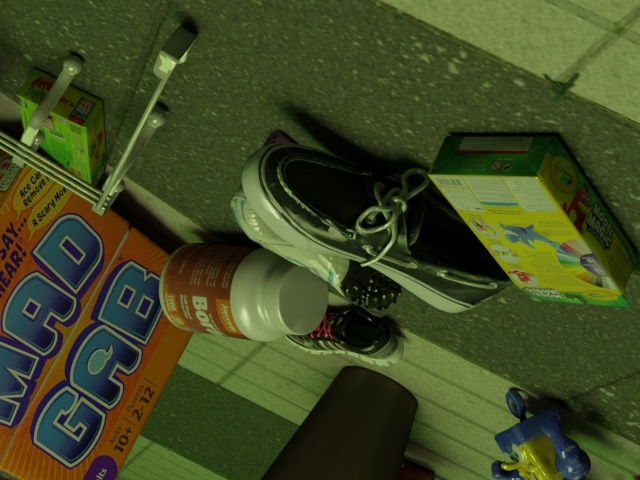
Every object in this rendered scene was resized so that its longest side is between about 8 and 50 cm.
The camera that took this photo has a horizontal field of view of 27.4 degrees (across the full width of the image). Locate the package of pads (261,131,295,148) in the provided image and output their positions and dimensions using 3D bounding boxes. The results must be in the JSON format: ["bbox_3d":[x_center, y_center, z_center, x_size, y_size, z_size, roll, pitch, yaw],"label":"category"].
[{"bbox_3d":[-0.031,-0.073,1.417,0.083,0.050,0.032,37,155,-22],"label":"package of pads"}]

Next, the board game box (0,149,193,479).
[{"bbox_3d":[-0.444,0.112,1.801,0.356,0.356,0.356,9,156,46],"label":"board game box"}]

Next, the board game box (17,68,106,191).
[{"bbox_3d":[-0.314,-0.132,1.611,0.092,0.043,0.181,26,157,3],"label":"board game box"}]

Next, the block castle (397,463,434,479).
[{"bbox_3d":[0.023,0.546,2.098,0.213,0.453,0.303,28,118,16],"label":"block castle"}]

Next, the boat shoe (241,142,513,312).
[{"bbox_3d":[0.068,-0.019,1.348,0.306,0.113,0.105,32,150,-17],"label":"boat shoe"}]

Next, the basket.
[{"bbox_3d":[0.038,0.311,1.916,0.204,0.227,0.154,30,157,-8],"label":"basket"}]

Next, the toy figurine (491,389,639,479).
[{"bbox_3d":[0.319,0.286,1.742,0.217,0.191,0.362,57,166,9],"label":"toy figurine"}]

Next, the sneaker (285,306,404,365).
[{"bbox_3d":[0.025,0.117,1.739,0.170,0.063,0.075,13,154,20],"label":"sneaker"}]

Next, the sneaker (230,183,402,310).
[{"bbox_3d":[0.000,0.000,1.517,0.237,0.085,0.086,34,-178,-23],"label":"sneaker"}]

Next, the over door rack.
[{"bbox_3d":[-0.275,-0.186,1.404,0.239,0.108,0.324,30,143,-5],"label":"over door rack"}]

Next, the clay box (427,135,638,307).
[{"bbox_3d":[0.214,-0.015,1.269,0.127,0.053,0.222,5,149,42],"label":"clay box"}]

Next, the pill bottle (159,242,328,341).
[{"bbox_3d":[-0.098,0.067,1.691,0.216,0.121,0.121,4,147,44],"label":"pill bottle"}]
